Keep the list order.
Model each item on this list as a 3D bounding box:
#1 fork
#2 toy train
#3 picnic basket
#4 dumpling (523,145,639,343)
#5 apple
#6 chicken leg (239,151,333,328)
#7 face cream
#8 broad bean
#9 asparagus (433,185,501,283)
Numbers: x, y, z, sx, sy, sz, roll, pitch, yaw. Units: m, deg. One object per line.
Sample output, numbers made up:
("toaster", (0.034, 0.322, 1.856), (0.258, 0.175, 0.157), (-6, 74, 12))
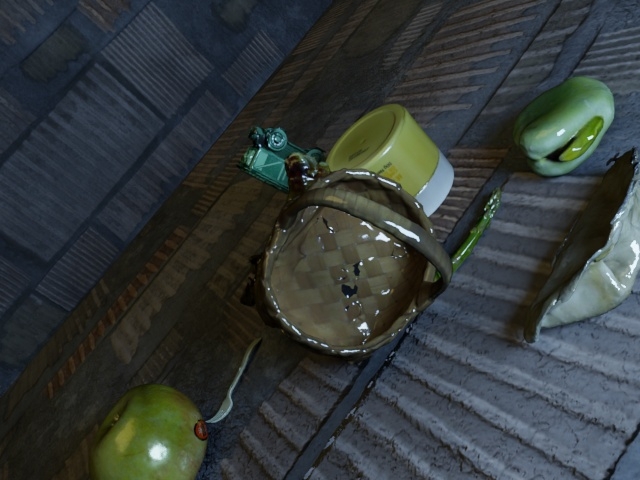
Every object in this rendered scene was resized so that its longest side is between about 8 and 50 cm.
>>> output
("fork", (-0.183, 0.306, 1.195), (0.034, 0.028, 0.219), (-24, 31, 51))
("toy train", (-0.094, -0.211, 1.496), (0.115, 0.269, 0.154), (28, 92, 60))
("picnic basket", (0.064, 0.019, 0.877), (0.337, 0.293, 0.337), (-60, 1, 3))
("dumpling", (0.388, -0.003, 0.719), (0.332, 0.086, 0.166), (-57, -3, -18))
("apple", (-0.347, 0.417, 1.091), (0.261, 0.194, 0.261), (-41, 22, 21))
("chicken leg", (-0.028, 0.022, 1.105), (0.140, 0.211, 0.361), (-98, 29, -75))
("face cream", (0.143, -0.152, 1.156), (0.218, 0.179, 0.218), (-34, 30, 23))
("broad bean", (0.417, -0.206, 0.934), (0.169, 0.100, 0.228), (-22, 34, 27))
("asparagus", (0.262, -0.002, 0.957), (0.236, 0.027, 0.034), (-53, 39, -10))
